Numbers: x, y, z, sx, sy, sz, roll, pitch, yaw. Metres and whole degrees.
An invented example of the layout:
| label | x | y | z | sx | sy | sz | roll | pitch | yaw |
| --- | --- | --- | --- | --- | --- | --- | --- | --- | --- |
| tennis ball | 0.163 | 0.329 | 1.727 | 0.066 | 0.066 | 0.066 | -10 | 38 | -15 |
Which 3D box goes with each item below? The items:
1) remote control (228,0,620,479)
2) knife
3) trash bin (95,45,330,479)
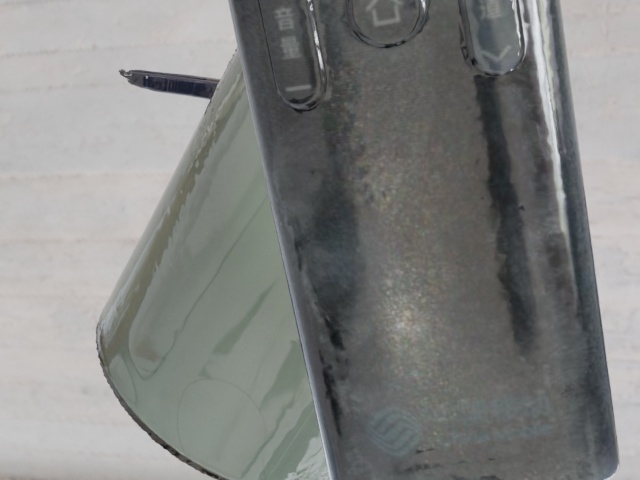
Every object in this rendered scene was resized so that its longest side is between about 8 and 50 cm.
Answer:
| label | x | y | z | sx | sy | sz | roll | pitch | yaw |
| --- | --- | --- | --- | --- | --- | --- | --- | --- | --- |
| remote control | 0.020 | -0.089 | 0.346 | 0.107 | 0.044 | 0.377 | -9 | 106 | 7 |
| knife | -0.109 | -0.129 | 0.913 | 0.121 | 0.031 | 0.018 | 5 | 115 | -12 |
| trash bin | 0.000 | 0.000 | 0.715 | 0.217 | 0.277 | 0.262 | 19 | 119 | -23 |
